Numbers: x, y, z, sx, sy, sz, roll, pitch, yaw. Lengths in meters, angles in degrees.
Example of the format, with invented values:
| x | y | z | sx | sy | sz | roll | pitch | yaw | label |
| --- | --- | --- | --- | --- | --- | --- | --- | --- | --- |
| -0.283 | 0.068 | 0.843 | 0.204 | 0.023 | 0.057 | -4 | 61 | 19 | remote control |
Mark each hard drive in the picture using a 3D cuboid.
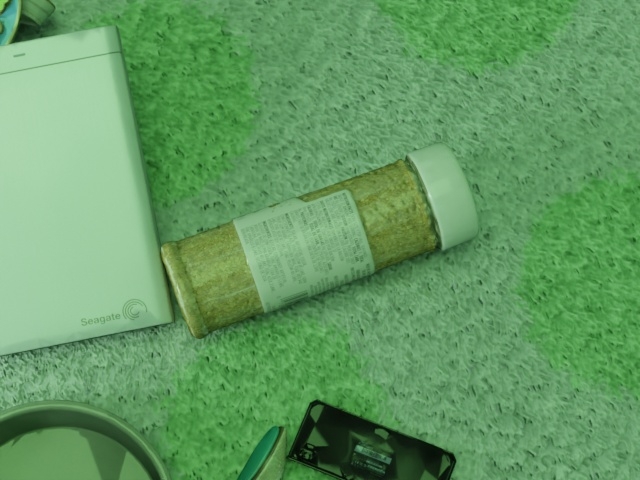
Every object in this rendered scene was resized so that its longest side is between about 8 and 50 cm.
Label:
| x | y | z | sx | sy | sz | roll | pitch | yaw | label |
| --- | --- | --- | --- | --- | --- | --- | --- | --- | --- |
| -0.317 | -0.055 | 1.665 | 0.233 | 0.047 | 0.353 | -11 | 90 | -1 | hard drive |

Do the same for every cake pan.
| x | y | z | sx | sy | sz | roll | pitch | yaw | label |
| --- | --- | --- | --- | --- | --- | --- | --- | --- | --- |
| -0.299 | 0.326 | 1.589 | 0.293 | 0.054 | 0.293 | -1 | 72 | 2 | cake pan |

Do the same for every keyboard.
| x | y | z | sx | sy | sz | roll | pitch | yaw | label |
| --- | --- | --- | --- | --- | --- | --- | --- | --- | --- |
| 0.053 | 0.259 | 1.616 | 0.180 | 0.023 | 0.108 | 20 | 67 | 9 | keyboard |

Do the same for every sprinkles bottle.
| x | y | z | sx | sy | sz | roll | pitch | yaw | label |
| --- | --- | --- | --- | --- | --- | --- | --- | --- | --- |
| 0.000 | 0.000 | 1.650 | 0.355 | 0.121 | 0.121 | -20 | 72 | -5 | sprinkles bottle |

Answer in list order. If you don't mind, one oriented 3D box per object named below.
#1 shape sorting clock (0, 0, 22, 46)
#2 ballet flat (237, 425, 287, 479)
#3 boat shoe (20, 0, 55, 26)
| x | y | z | sx | sy | sz | roll | pitch | yaw | label |
| --- | --- | --- | --- | --- | --- | --- | --- | --- | --- |
| -0.460 | -0.283 | 1.710 | 0.206 | 0.040 | 0.206 | 0 | 85 | 3 | shape sorting clock |
| -0.076 | 0.288 | 1.602 | 0.052 | 0.057 | 0.168 | 37 | 79 | -16 | ballet flat |
| -0.468 | -0.299 | 1.786 | 0.277 | 0.098 | 0.096 | 16 | 79 | 12 | boat shoe |
